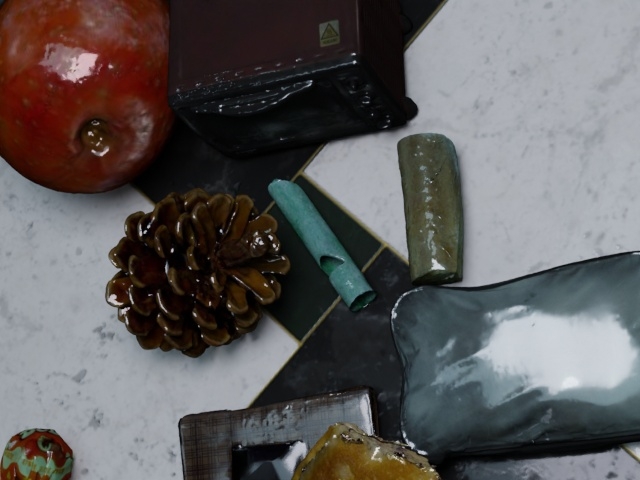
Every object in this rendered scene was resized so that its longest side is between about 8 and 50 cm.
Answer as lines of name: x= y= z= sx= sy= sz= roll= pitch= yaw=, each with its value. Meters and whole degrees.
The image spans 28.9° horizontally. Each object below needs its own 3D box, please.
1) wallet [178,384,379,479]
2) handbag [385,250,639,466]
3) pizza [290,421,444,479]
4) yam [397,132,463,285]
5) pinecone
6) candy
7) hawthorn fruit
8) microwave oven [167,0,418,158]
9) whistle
wallet: x=-0.045 y=0.235 z=1.357 sx=0.230 sy=0.042 sz=0.124 roll=-11 pitch=70 yaw=14
handbag: x=0.220 y=0.121 z=1.269 sx=0.332 sy=0.075 sz=0.191 roll=-10 pitch=73 yaw=17
pizza: x=0.073 y=0.272 z=1.263 sx=0.226 sy=0.069 sz=0.147 roll=17 pitch=104 yaw=13
yam: x=0.124 y=-0.034 z=1.359 sx=0.068 sy=0.068 sz=0.169 roll=-13 pitch=69 yaw=19
pinecone: x=-0.129 y=0.028 z=1.392 sx=0.212 sy=0.169 sz=0.185 roll=-25 pitch=79 yaw=28
candy: x=-0.356 y=0.358 z=1.439 sx=0.084 sy=0.078 sz=0.287 roll=8 pitch=80 yaw=43
hawthorn fruit: x=-0.286 y=-0.194 z=1.476 sx=0.284 sy=0.284 sz=0.284 roll=-7 pitch=71 yaw=21
microwave oven: x=-0.035 y=-0.206 z=1.420 sx=0.247 sy=0.178 sz=0.188 roll=-11 pitch=69 yaw=20
whistle: x=0.000 y=0.000 z=1.418 sx=0.039 sy=0.039 sz=0.186 roll=-38 pitch=63 yaw=8
